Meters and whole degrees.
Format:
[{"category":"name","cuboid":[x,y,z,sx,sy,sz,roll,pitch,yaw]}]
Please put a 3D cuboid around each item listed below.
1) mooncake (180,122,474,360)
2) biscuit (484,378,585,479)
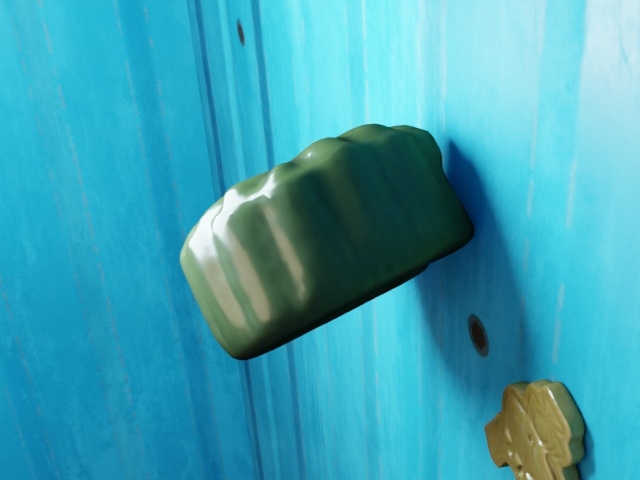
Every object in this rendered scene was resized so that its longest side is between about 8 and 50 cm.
[{"category":"mooncake","cuboid":[0.000,0.000,1.228,0.187,0.351,0.351,62,164,4]},{"category":"biscuit","cuboid":[0.236,0.231,1.130,0.236,0.040,0.144,95,150,-58]}]
